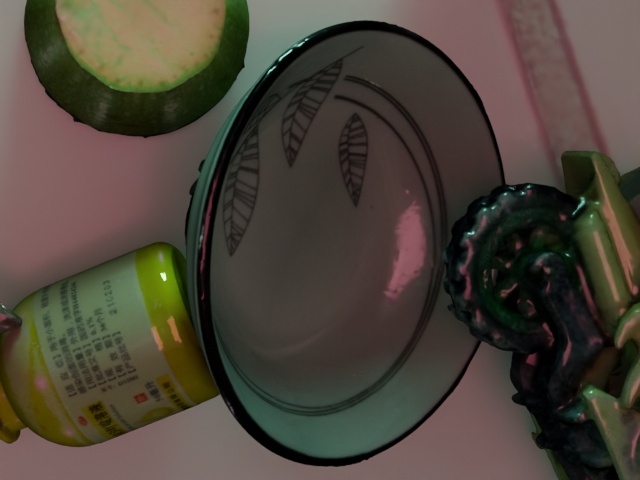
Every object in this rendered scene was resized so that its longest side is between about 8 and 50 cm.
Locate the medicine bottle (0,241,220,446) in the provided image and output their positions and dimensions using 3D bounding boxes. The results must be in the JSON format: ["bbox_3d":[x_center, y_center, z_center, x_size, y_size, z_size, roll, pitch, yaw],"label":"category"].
[{"bbox_3d":[-0.184,0.092,1.057,0.212,0.122,0.121,-22,101,4],"label":"medicine bottle"}]

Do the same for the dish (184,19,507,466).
[{"bbox_3d":[0.000,0.000,1.059,0.316,0.106,0.316,-8,102,-43],"label":"dish"}]

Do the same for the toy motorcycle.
[{"bbox_3d":[0.261,0.112,1.118,0.237,0.169,0.410,-35,106,-16],"label":"toy motorcycle"}]

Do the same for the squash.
[{"bbox_3d":[-0.128,-0.159,1.042,0.170,0.123,0.170,0,91,-10],"label":"squash"}]

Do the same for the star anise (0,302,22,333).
[{"bbox_3d":[-0.325,0.025,0.985,0.197,0.212,0.073,-10,137,-45],"label":"star anise"}]
